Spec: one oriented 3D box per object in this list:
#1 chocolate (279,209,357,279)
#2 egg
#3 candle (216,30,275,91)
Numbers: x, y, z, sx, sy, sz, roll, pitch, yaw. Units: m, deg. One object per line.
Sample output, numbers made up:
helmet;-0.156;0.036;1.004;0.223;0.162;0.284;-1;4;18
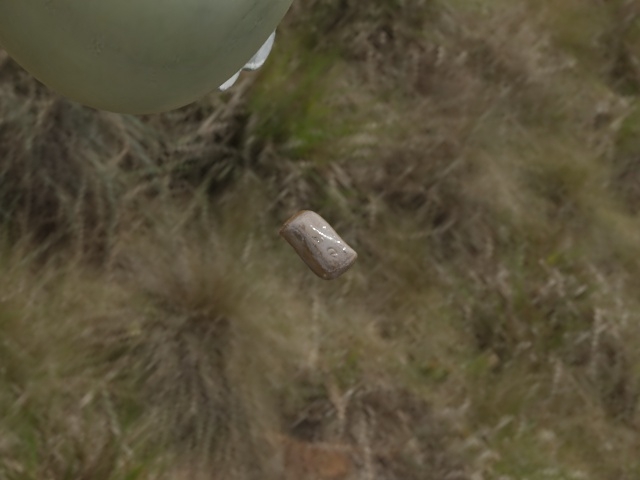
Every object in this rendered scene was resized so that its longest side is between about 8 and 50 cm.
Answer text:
chocolate;0.000;0.000;1.808;0.064;0.031;0.101;-35;78;-29
egg;-0.105;-0.206;0.781;0.219;0.219;0.269;-30;121;-55
candle;-0.105;-0.255;1.541;0.068;0.169;0.192;13;27;15
